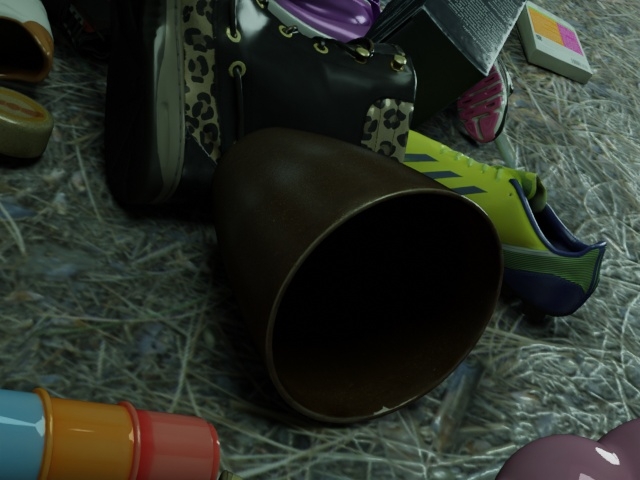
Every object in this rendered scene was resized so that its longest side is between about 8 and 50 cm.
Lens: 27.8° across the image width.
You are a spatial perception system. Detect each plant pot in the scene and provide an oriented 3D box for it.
[{"bbox_3d":[0.000,0.000,1.094,0.215,0.215,0.230,1,28,-34],"label":"plant pot"}]

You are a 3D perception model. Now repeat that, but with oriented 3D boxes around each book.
[{"bbox_3d":[0.338,-0.287,1.874,0.096,0.035,0.144,20,33,-15],"label":"book"}]

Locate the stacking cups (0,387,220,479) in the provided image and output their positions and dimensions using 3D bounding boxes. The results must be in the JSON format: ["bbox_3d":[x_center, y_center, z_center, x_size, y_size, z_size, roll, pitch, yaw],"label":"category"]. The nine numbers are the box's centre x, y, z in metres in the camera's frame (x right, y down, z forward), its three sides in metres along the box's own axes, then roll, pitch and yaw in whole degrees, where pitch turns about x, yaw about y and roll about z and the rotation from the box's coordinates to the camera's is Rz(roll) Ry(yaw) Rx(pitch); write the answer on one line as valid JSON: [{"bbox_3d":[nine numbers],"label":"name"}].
[{"bbox_3d":[-0.221,0.139,0.839,0.316,0.096,0.096,13,34,-28],"label":"stacking cups"}]

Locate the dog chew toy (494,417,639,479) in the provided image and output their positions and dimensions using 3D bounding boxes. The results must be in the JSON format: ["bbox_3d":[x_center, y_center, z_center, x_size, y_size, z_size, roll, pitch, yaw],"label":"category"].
[{"bbox_3d":[0.276,0.222,0.969,0.332,0.206,0.206,8,36,-12],"label":"dog chew toy"}]

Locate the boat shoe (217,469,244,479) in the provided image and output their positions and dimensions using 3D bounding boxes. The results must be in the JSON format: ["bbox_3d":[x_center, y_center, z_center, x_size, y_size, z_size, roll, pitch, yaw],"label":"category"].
[{"bbox_3d":[-0.051,0.223,0.845,0.060,0.064,0.178,19,30,-8],"label":"boat shoe"}]

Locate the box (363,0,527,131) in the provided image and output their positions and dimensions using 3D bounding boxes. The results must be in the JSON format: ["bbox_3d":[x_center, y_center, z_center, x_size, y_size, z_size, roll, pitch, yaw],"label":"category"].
[{"bbox_3d":[0.130,-0.234,1.491,0.108,0.153,0.207,45,41,-12],"label":"box"}]

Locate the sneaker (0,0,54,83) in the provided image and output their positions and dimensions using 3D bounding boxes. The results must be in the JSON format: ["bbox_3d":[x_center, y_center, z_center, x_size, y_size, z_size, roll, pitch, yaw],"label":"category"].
[{"bbox_3d":[-0.378,-0.208,1.185,0.290,0.106,0.123,6,35,-31],"label":"sneaker"}]

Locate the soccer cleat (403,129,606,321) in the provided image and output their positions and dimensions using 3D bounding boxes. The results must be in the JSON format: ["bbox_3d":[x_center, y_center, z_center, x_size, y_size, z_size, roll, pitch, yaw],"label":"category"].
[{"bbox_3d":[0.174,-0.042,1.326,0.289,0.121,0.093,43,36,25],"label":"soccer cleat"}]

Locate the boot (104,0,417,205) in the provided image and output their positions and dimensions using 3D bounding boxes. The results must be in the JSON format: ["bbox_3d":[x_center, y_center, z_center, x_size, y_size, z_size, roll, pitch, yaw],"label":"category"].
[{"bbox_3d":[-0.051,-0.201,1.248,0.284,0.138,0.377,10,77,-32],"label":"boot"}]

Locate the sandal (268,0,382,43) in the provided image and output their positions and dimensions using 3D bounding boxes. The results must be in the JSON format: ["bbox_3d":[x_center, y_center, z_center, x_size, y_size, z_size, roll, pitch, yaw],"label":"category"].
[{"bbox_3d":[-0.032,-0.341,1.620,0.416,0.102,0.169,33,35,7],"label":"sandal"}]

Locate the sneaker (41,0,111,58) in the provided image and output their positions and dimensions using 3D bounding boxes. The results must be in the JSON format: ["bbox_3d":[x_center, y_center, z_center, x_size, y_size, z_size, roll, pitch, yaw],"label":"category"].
[{"bbox_3d":[-0.245,-0.232,1.361,0.158,0.061,0.065,28,44,11],"label":"sneaker"}]

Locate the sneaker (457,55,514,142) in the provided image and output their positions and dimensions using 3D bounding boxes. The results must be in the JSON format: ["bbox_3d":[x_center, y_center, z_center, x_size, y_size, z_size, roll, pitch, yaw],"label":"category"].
[{"bbox_3d":[0.208,-0.181,1.599,0.075,0.063,0.170,45,33,-44],"label":"sneaker"}]

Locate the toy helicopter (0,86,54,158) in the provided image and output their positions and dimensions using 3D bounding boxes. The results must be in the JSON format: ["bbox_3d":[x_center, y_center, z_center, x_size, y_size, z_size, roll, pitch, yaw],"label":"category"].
[{"bbox_3d":[-0.384,-0.118,1.073,0.355,0.140,0.235,3,29,-49],"label":"toy helicopter"}]
